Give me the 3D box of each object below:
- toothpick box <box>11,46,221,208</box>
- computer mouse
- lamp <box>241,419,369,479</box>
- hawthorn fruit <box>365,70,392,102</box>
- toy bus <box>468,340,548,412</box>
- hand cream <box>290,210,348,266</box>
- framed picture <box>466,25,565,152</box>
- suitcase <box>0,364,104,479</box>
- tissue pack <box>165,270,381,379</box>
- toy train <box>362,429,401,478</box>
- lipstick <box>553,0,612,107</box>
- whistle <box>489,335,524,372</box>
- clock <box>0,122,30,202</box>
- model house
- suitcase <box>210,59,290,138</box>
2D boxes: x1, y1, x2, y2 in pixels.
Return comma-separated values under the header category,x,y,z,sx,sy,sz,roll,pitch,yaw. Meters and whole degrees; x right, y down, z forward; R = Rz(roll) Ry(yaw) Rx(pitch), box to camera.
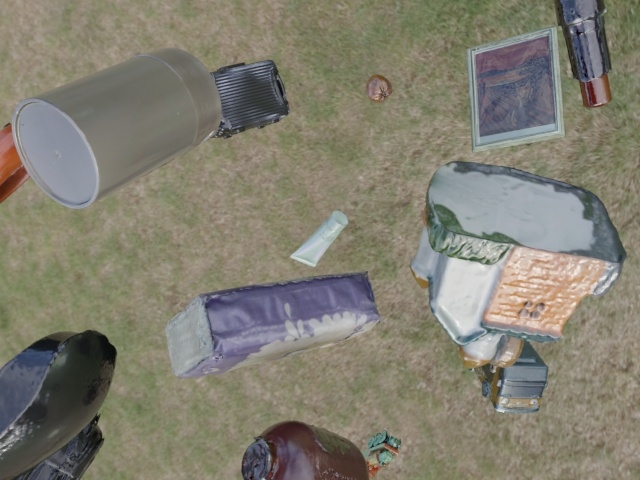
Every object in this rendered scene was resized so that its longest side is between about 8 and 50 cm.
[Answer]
category,x,y,z,sx,sy,sz,roll,pitch,yaw
toothpick box,-0.193,-0.118,0.606,0.111,0.180,0.111,16,126,24
computer mouse,-0.372,0.242,0.782,0.087,0.168,0.295,36,82,17
lamp,-0.018,0.408,1.031,0.180,0.258,0.180,-30,43,34
hawthorn fruit,0.135,-0.389,1.522,0.067,0.066,0.103,-57,47,23
toy bus,0.514,0.341,1.700,0.138,0.275,0.167,4,113,-7
hand cream,0.000,0.000,1.619,0.078,0.050,0.205,21,133,-22
framed picture,0.451,-0.353,1.427,0.216,0.016,0.273,-7,77,31
suitcase,-0.556,0.404,1.063,0.188,0.339,0.345,41,156,-24
tissue pack,-0.087,0.153,1.125,0.242,0.343,0.125,-38,64,54
toy train,0.183,0.656,1.866,0.074,0.118,0.176,32,148,-5
lipstick,0.454,-0.377,1.054,0.081,0.081,0.300,-11,112,29
whistle,0.377,0.159,1.202,0.057,0.107,0.220,16,94,-5
clock,-0.404,-0.096,0.776,0.205,0.205,0.051,-37,108,27
model house,0.264,0.061,0.942,0.271,0.190,0.301,10,124,-2
suitcase,-0.106,-0.182,0.786,0.059,0.126,0.086,-2,108,56
